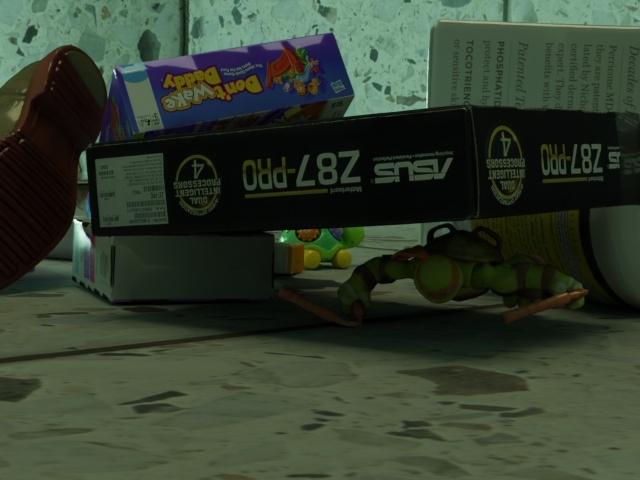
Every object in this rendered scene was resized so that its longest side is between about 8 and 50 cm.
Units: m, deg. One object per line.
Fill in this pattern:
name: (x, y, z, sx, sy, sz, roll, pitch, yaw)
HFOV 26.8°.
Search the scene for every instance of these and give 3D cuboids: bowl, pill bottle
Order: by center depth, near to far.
pill bottle: (0.272, -0.032, 1.427, 0.188, 0.187, 0.334, -1, 4, -28)
bowl: (-0.317, -0.004, 1.790, 0.142, 0.053, 0.142, 4, 6, 30)

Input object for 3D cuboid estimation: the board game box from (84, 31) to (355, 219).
board game box: (-0.123, -0.092, 1.478, 0.233, 0.078, 0.347, -12, -19, -19)

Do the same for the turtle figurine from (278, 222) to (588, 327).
turtle figurine: (0.114, 0.028, 1.202, 0.270, 0.087, 0.217, -3, -1, 21)

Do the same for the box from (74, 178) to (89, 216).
box: (-0.416, -0.064, 2.354, 0.169, 0.087, 0.290, 5, 5, 39)

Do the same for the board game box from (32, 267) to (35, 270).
board game box: (-0.453, 0.015, 1.592, 0.201, 0.035, 0.136, -1, 5, -26)

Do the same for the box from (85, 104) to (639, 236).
box: (0.041, -0.059, 1.193, 0.395, 0.097, 0.318, -3, 3, 35)

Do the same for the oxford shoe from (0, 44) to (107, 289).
oxford shoe: (-0.338, -0.065, 1.444, 0.130, 0.123, 0.348, -17, 35, 30)

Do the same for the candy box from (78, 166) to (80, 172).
candy box: (-0.562, -0.097, 2.127, 0.183, 0.087, 0.316, 4, 24, 40)

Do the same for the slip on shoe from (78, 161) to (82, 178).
slip on shoe: (-0.453, -0.129, 2.335, 0.051, 0.041, 0.135, -1, 5, -31)

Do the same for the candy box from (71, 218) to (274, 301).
candy box: (-0.157, 0.019, 1.386, 0.165, 0.070, 0.196, 0, 4, -22)

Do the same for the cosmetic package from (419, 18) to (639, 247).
cosmetic package: (0.357, -0.133, 1.908, 0.394, 0.327, 0.329, 3, 4, 10)

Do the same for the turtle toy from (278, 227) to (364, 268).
turtle toy: (0.000, 0.000, 1.733, 0.130, 0.066, 0.095, -1, 5, -34)

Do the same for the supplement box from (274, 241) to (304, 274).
supplement box: (-0.074, 0.020, 1.636, 0.098, 0.036, 0.062, 2, 3, 12)
